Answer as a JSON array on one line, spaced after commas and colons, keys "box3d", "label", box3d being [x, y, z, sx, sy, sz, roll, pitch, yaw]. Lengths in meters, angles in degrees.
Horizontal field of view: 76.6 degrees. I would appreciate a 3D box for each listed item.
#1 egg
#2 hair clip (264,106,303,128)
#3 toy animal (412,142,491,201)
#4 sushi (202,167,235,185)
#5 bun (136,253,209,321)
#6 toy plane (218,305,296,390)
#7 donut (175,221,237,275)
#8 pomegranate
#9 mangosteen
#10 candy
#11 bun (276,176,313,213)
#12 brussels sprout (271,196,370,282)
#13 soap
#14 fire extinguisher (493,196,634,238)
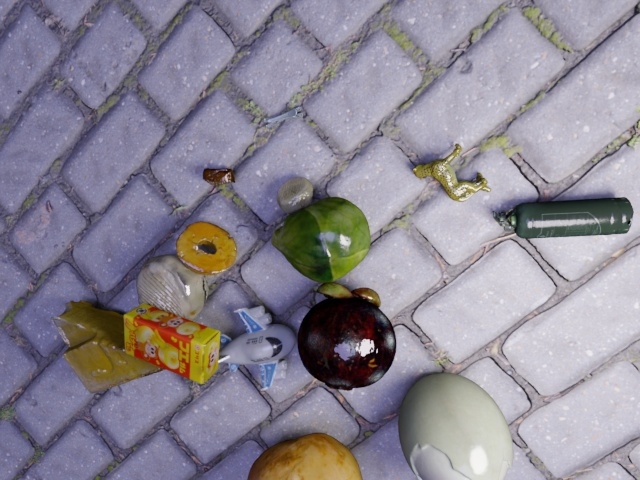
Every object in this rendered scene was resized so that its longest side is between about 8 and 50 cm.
[{"box3d": [0.343, 0.509, 1.049, 0.279, 0.336, 0.278, 2, 103, 7], "label": "egg"}, {"box3d": [-0.111, -0.357, 1.172, 0.115, 0.039, 0.030, -16, 89, 16], "label": "hair clip"}, {"box3d": [0.354, -0.163, 1.090, 0.136, 0.073, 0.181, -38, 101, 22], "label": "toy animal"}, {"box3d": [-0.307, -0.192, 1.229, 0.120, 0.052, 0.055, 2, 99, 12], "label": "sushi"}, {"box3d": [-0.454, 0.151, 1.265, 0.239, 0.141, 0.239, 6, 108, 18], "label": "bun"}, {"box3d": [-0.202, 0.329, 1.247, 0.267, 0.122, 0.266, 1, 98, 9], "label": "toy plane"}, {"box3d": [-0.344, 0.032, 1.227, 0.178, 0.162, 0.065, 38, 145, -1], "label": "donut"}, {"box3d": [-0.040, 0.736, 1.162, 0.338, 0.338, 0.338, 2, 98, 12], "label": "pomegranate"}, {"box3d": [0.072, 0.261, 1.109, 0.288, 0.288, 0.287, 2, 98, 12], "label": "mangosteen"}, {"box3d": [-0.433, 0.295, 1.178, 0.276, 0.088, 0.146, 14, 111, 16], "label": "candy"}, {"box3d": [-0.070, -0.127, 1.171, 0.115, 0.115, 0.069, -16, 139, 20], "label": "bun"}, {"box3d": [0.000, 0.000, 1.116, 0.271, 0.210, 0.219, 6, 125, 33], "label": "brussels sprout"}, {"box3d": [-0.649, 0.298, 1.316, 0.339, 0.169, 0.304, -21, 103, 14], "label": "soap"}, {"box3d": [0.597, -0.057, 1.025, 0.311, 0.114, 0.095, -3, 68, 14], "label": "fire extinguisher"}]
